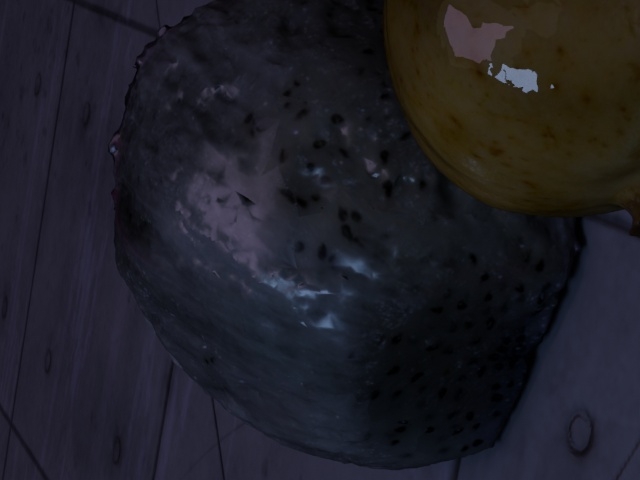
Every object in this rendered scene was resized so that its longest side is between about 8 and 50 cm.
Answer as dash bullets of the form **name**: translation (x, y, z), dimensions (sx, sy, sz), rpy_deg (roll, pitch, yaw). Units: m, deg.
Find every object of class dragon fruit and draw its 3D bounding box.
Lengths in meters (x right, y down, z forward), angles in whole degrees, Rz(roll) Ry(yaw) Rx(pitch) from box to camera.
- **dragon fruit**: translation (0.000, 0.000, 0.919), dimensions (0.221, 0.204, 0.283), rpy_deg (-124, 45, -54)

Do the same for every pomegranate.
- **pomegranate**: translation (0.120, -0.085, 0.709), dimensions (0.196, 0.196, 0.196), rpy_deg (-174, 90, -66)
